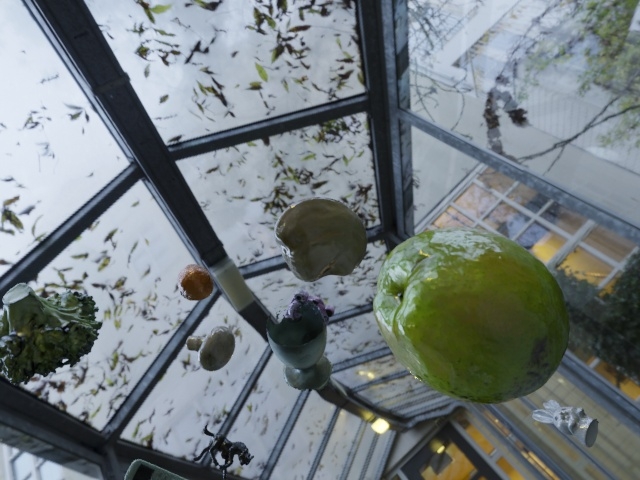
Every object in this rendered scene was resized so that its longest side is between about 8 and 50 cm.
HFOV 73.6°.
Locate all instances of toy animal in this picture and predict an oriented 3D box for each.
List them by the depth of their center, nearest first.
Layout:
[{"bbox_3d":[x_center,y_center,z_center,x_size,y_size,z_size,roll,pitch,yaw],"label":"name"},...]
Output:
[{"bbox_3d":[0.874,0.639,1.558,0.103,0.221,0.130,-51,-62,-15],"label":"toy animal"},{"bbox_3d":[-0.384,0.831,1.686,0.084,0.233,0.148,-56,0,37],"label":"toy animal"}]

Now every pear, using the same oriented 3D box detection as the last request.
[{"bbox_3d":[0.294,0.143,0.904,0.391,0.391,0.390,-25,-42,-25],"label":"pear"}]

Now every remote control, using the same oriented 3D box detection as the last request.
[{"bbox_3d":[-0.550,0.886,1.541,0.310,0.090,0.038,34,-43,-14],"label":"remote control"}]

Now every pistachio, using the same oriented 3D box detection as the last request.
[{"bbox_3d":[0.000,0.000,1.803,0.446,0.281,0.364,20,-80,-33],"label":"pistachio"}]

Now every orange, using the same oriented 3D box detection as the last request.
[{"bbox_3d":[-0.439,0.151,1.501,0.135,0.136,0.117,78,-147,-47],"label":"orange"}]

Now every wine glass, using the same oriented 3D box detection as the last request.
[{"bbox_3d":[-0.061,0.349,1.394,0.191,0.190,0.356,-30,-42,-19],"label":"wine glass"}]

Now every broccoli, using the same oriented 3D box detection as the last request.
[{"bbox_3d":[-0.863,0.279,1.301,0.324,0.334,0.272,-46,-48,-4],"label":"broccoli"}]

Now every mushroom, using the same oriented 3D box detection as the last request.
[{"bbox_3d":[-0.488,0.490,1.950,0.206,0.209,0.206,12,-105,-51],"label":"mushroom"}]

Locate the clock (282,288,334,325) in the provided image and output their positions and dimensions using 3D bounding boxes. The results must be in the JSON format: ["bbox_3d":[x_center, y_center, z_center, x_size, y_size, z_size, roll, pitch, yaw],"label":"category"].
[{"bbox_3d":[-0.063,0.408,2.383,0.090,0.248,0.227,-62,-3,-72],"label":"clock"}]
